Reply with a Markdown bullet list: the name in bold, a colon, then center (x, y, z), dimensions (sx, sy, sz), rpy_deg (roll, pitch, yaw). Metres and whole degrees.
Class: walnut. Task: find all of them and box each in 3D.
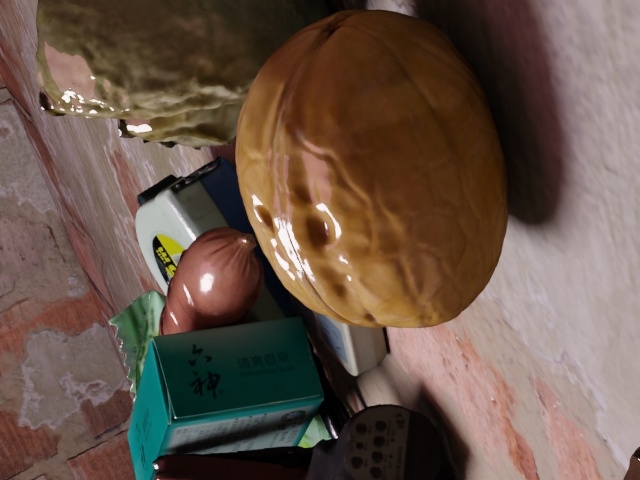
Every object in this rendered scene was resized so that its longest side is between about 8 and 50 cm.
- **walnut**: center (0.031, -0.039, 0.749), dimensions (0.165, 0.165, 0.197), rpy_deg (43, 157, 51)

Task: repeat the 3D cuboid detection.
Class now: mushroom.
- **mushroom**: center (-0.076, -0.168, 0.885), dimensions (0.267, 0.164, 0.189), rpy_deg (6, -100, -69)

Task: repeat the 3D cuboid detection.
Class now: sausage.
- **sausage**: center (-0.124, 0.100, 1.265), dimensions (0.088, 0.088, 0.433), rpy_deg (58, 153, 20)

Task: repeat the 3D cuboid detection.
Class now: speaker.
- **speaker**: center (-0.003, 0.253, 1.207), dimensions (0.259, 0.198, 0.329), rpy_deg (26, 145, 18)

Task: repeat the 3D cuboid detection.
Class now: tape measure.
- **tape measure**: center (-0.073, 0.080, 1.357), dimensions (0.351, 0.098, 0.215), rpy_deg (60, 155, -7)

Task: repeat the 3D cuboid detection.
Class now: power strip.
- **power strip**: center (0.000, 0.000, 1.100), dimensions (0.118, 0.046, 0.270), rpy_deg (47, 156, 47)

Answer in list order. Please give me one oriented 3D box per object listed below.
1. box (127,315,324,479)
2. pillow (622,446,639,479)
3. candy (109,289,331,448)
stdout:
- **box**: center (-0.100, 0.176, 1.229), dimensions (0.245, 0.153, 0.092), rpy_deg (114, 145, -55)
- **pillow**: center (0.246, 0.307, 0.695), dimensions (0.308, 0.108, 0.305), rpy_deg (51, 155, 33)
- **candy**: center (-0.081, 0.233, 1.513), dimensions (0.398, 0.172, 0.263), rpy_deg (33, 151, 39)
